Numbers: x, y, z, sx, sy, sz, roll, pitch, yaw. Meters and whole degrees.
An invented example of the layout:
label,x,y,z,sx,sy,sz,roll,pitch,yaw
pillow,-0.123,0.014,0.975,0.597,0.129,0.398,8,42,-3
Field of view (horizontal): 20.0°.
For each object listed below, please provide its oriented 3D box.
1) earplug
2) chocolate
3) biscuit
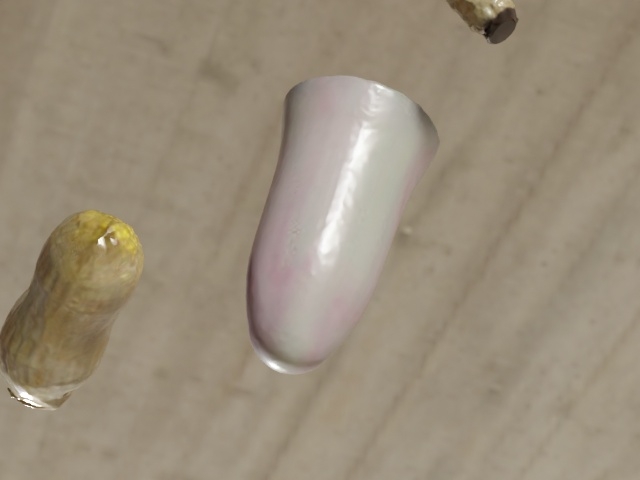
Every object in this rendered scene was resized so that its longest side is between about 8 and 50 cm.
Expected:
label,x,y,z,sx,sy,sz,roll,pitch,yaw
earplug,0.000,0.000,1.849,0.172,0.172,0.301,-49,-161,60
chocolate,-0.307,0.084,2.188,0.134,0.134,0.309,-91,-158,-49
biscuit,0.116,-0.286,1.804,0.055,0.219,0.061,-43,163,10
